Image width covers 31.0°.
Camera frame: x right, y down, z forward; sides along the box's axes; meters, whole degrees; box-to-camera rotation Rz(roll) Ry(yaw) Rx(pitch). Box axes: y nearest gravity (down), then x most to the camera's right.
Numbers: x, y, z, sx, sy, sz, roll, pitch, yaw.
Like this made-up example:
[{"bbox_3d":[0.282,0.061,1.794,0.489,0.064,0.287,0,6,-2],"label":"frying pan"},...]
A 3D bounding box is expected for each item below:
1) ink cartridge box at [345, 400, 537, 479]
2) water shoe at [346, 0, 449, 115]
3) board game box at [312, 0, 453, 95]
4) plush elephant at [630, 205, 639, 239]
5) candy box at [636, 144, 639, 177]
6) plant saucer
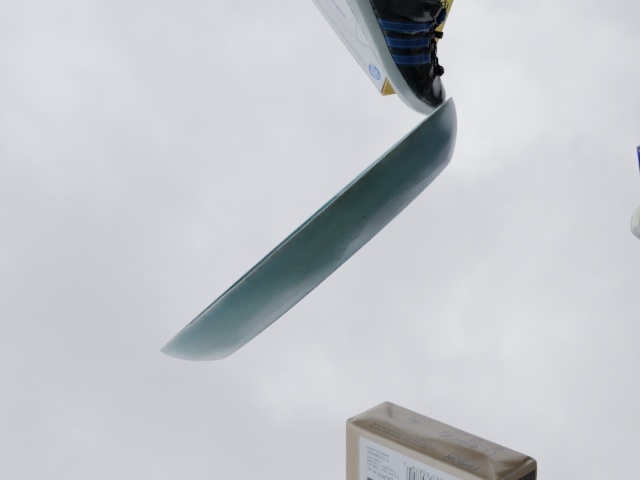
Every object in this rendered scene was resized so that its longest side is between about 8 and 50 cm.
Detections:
[{"bbox_3d":[0.140,0.325,1.398,0.088,0.235,0.193,-17,-67,-44],"label":"ink cartridge box"},{"bbox_3d":[0.084,-0.197,1.042,0.203,0.080,0.073,54,-155,-37],"label":"water shoe"},{"bbox_3d":[0.086,-0.378,1.435,0.064,0.316,0.242,-13,-127,-28],"label":"board game box"},{"bbox_3d":[0.644,-0.086,1.687,0.272,0.330,0.255,3,-76,-9],"label":"plush elephant"},{"bbox_3d":[0.371,0.045,0.918,0.268,0.122,0.317,-25,-72,-48],"label":"candy box"},{"bbox_3d":[0.000,0.000,0.957,0.317,0.317,0.043,-42,-87,-24],"label":"plant saucer"}]
